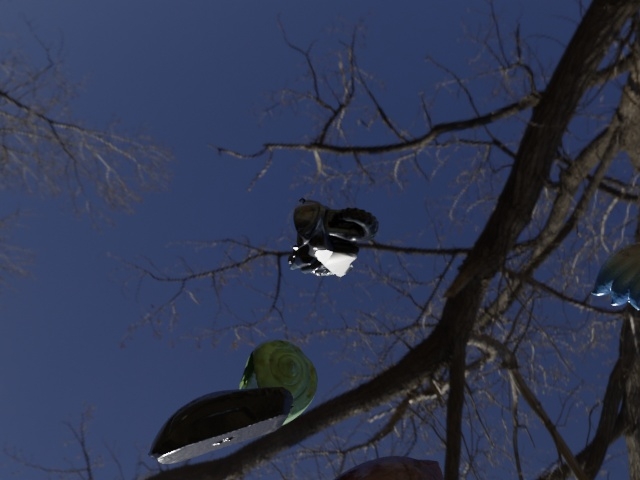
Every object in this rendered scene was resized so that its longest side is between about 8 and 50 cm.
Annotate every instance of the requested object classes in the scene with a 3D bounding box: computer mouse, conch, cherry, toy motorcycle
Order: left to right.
[{"bbox_3d":[-0.143,0.257,0.941,0.217,0.122,0.073,-11,-114,-19],"label":"computer mouse"},{"bbox_3d":[-0.104,0.284,1.170,0.250,0.137,0.143,-50,-135,29],"label":"conch"},{"bbox_3d":[0.000,0.000,1.263,0.159,0.270,0.106,17,-120,-15],"label":"toy motorcycle"},{"bbox_3d":[0.088,0.405,0.936,0.250,0.175,0.192,-36,-163,-23],"label":"cherry"}]

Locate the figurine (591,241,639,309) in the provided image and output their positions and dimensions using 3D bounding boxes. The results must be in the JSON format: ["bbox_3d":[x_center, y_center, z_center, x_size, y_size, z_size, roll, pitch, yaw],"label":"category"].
[{"bbox_3d":[0.390,0.047,0.812,0.114,0.079,0.114,-30,-154,17],"label":"figurine"}]
